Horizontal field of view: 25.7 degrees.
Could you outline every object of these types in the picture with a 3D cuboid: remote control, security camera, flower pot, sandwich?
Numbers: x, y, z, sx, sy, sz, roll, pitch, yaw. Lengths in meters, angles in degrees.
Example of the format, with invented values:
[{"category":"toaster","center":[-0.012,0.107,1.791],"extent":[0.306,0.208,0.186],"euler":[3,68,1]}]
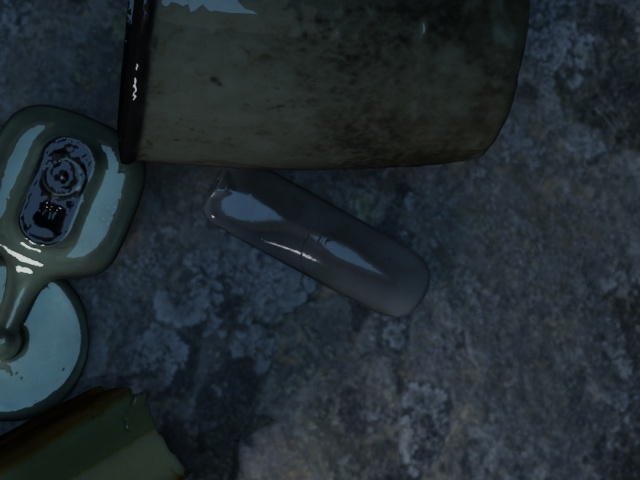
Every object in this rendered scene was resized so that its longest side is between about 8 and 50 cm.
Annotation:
[{"category":"remote control","center":[0.000,0.000,1.338],"extent":[0.229,0.044,0.073],"euler":[29,90,-4]},{"category":"security camera","center":[-0.270,0.026,1.305],"extent":[0.157,0.080,0.301],"euler":[21,90,-4]},{"category":"flower pot","center":[-0.004,-0.199,1.232],"extent":[0.330,0.293,0.293],"euler":[5,89,-11]},{"category":"sandwich","center":[-0.243,0.241,1.284],"extent":[0.198,0.227,0.155],"euler":[-30,96,-40]}]
